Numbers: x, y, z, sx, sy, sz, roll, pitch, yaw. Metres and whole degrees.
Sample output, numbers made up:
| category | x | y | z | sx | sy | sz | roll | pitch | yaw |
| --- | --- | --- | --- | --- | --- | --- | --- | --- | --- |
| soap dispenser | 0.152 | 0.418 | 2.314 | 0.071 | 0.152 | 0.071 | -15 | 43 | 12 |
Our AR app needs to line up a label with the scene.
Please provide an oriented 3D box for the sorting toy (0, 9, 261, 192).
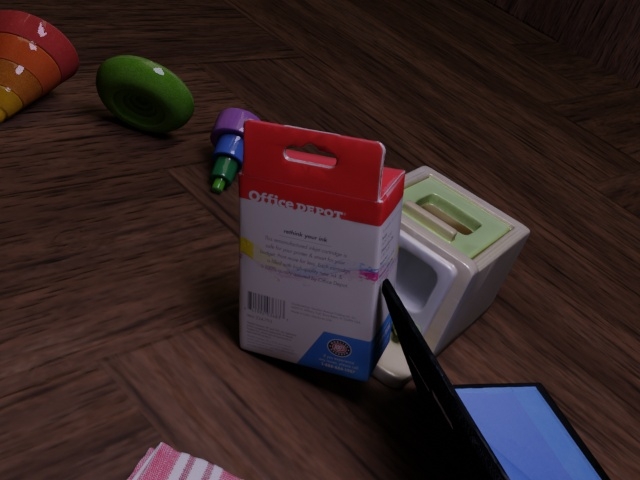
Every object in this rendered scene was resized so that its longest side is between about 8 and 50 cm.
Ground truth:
| category | x | y | z | sx | sy | sz | roll | pitch | yaw |
| --- | --- | --- | --- | --- | --- | --- | --- | --- | --- |
| sorting toy | -0.255 | -0.147 | 1.002 | 0.365 | 0.127 | 0.126 | 21 | 60 | -7 |

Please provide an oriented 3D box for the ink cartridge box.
| category | x | y | z | sx | sy | sz | roll | pitch | yaw |
| --- | --- | --- | --- | --- | --- | --- | --- | --- | --- |
| ink cartridge box | 0.000 | 0.000 | 0.749 | 0.134 | 0.231 | 0.078 | 13 | 28 | 18 |

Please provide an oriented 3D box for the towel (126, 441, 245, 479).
| category | x | y | z | sx | sy | sz | roll | pitch | yaw |
| --- | --- | --- | --- | --- | --- | --- | --- | --- | --- |
| towel | -0.061 | 0.233 | 0.579 | 0.197 | 0.029 | 0.144 | 25 | 31 | 1 |

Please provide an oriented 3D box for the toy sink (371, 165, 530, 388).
| category | x | y | z | sx | sy | sz | roll | pitch | yaw |
| --- | --- | --- | --- | --- | --- | --- | --- | --- | --- |
| toy sink | 0.101 | 0.026 | 0.893 | 0.152 | 0.131 | 0.234 | 35 | 34 | 21 |

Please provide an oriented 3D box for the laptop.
| category | x | y | z | sx | sy | sz | roll | pitch | yaw |
| --- | --- | --- | --- | --- | --- | --- | --- | --- | --- |
| laptop | 0.182 | 0.165 | 0.722 | 0.136 | 0.264 | 0.234 | -26 | 43 | -4 |
